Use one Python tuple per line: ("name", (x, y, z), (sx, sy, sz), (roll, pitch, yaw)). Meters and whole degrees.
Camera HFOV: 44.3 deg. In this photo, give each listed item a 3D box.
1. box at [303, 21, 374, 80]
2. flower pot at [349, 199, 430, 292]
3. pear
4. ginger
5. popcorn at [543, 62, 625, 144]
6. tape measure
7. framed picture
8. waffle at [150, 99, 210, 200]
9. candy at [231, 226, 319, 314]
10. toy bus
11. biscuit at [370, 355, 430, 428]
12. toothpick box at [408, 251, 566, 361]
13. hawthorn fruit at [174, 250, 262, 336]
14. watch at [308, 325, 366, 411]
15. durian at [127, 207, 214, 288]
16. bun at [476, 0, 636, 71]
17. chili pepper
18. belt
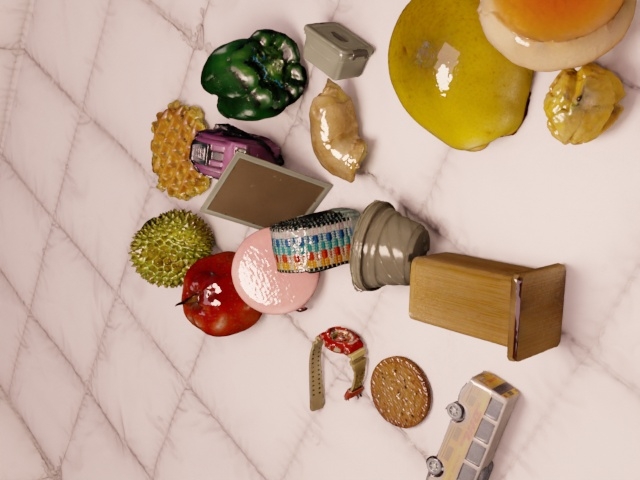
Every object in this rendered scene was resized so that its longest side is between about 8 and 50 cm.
("box", (0.038, -0.479, 2.003), (0.172, 0.124, 0.093), (44, 133, 32))
("flower pot", (0.175, 0.025, 1.878), (0.140, 0.235, 0.236), (14, 106, 26))
("pear", (0.279, -0.387, 1.735), (0.340, 0.191, 0.387), (-30, 75, 42))
("ginger", (0.041, -0.277, 2.014), (0.152, 0.138, 0.267), (-20, 96, 31))
("popcorn", (0.520, -0.273, 1.567), (0.148, 0.152, 0.167), (44, 102, -3))
("tape measure", (-0.233, -0.244, 2.210), (0.245, 0.231, 0.149), (14, 106, 23))
("framed picture", (-0.147, -0.119, 2.123), (0.232, 0.296, 0.019), (-51, 35, 34))
("waffle", (-0.445, -0.288, 2.508), (0.302, 0.068, 0.325), (-4, 94, 44))
("candy", (-0.117, 0.089, 2.158), (0.255, 0.094, 0.256), (0, 86, 2))
("toy bus", (0.351, 0.474, 1.851), (0.138, 0.097, 0.343), (27, 112, 30))
("biscuit", (0.206, 0.389, 2.018), (0.187, 0.027, 0.188), (6, 99, 41))
("toothpick box", (0.358, 0.128, 1.743), (0.308, 0.190, 0.188), (12, 105, 45))
("hawthorn fruit", (-0.310, 0.162, 2.280), (0.254, 0.300, 0.254), (10, 105, 42))
("watch", (0.043, 0.365, 2.134), (0.164, 0.102, 0.269), (17, 115, 39))
("durian", (-0.463, 0.023, 2.423), (0.291, 0.291, 0.225), (-16, 123, 43))
("bun", (0.462, -0.457, 1.554), (0.298, 0.165, 0.299), (-6, 66, 14))
("chili pepper", (-0.188, -0.439, 2.141), (0.256, 0.248, 0.233), (-6, 104, 53))
("belt", (0.000, 0.000, 2.010), (0.207, 0.257, 0.150), (10, 112, 62))
